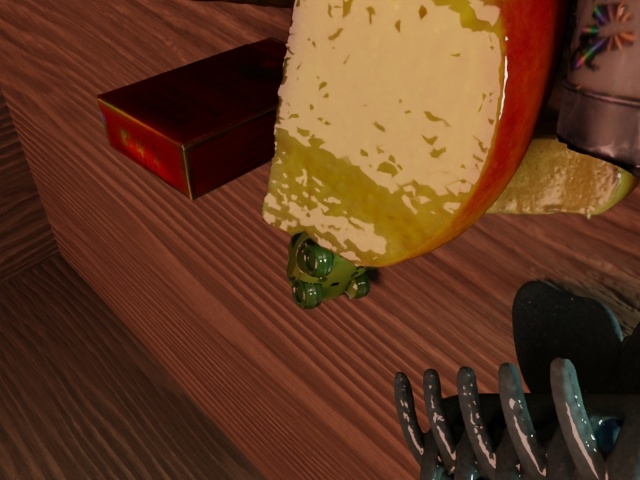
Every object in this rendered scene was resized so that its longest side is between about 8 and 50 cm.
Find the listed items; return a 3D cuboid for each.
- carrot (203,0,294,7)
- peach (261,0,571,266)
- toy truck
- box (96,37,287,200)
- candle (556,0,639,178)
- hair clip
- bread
[{"bbox_3d":[-0.116,-0.415,0.641,0.241,0.341,0.241,178,90,-82],"label":"carrot"},{"bbox_3d":[0.102,-0.181,0.520,0.243,0.306,0.379,18,121,14],"label":"peach"},{"bbox_3d":[0.009,0.003,0.940,0.187,0.149,0.210,-50,53,57],"label":"toy truck"},{"bbox_3d":[-0.123,-0.191,0.766,0.198,0.313,0.089,31,139,32],"label":"box"},{"bbox_3d":[0.278,-0.206,0.369,0.188,0.188,0.329,21,125,40],"label":"candle"},{"bbox_3d":[0.255,0.214,0.542,0.318,0.239,0.391,150,120,-62],"label":"hair clip"},{"bbox_3d":[0.236,-0.085,0.620,0.246,0.094,0.101,4,112,49],"label":"bread"}]
